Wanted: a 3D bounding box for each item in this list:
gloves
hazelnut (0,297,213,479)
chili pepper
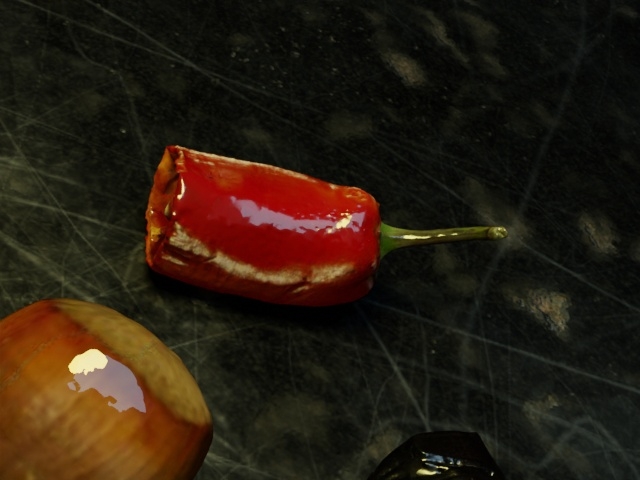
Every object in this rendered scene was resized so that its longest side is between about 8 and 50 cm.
[{"bbox_3d":[0.111,0.275,1.269,0.164,0.124,0.203,-13,45,-15],"label":"gloves"},{"bbox_3d":[-0.201,0.148,1.173,0.214,0.176,0.214,-1,60,2],"label":"hazelnut"},{"bbox_3d":[-0.002,0.001,1.462,0.338,0.131,0.134,9,19,-16],"label":"chili pepper"}]
